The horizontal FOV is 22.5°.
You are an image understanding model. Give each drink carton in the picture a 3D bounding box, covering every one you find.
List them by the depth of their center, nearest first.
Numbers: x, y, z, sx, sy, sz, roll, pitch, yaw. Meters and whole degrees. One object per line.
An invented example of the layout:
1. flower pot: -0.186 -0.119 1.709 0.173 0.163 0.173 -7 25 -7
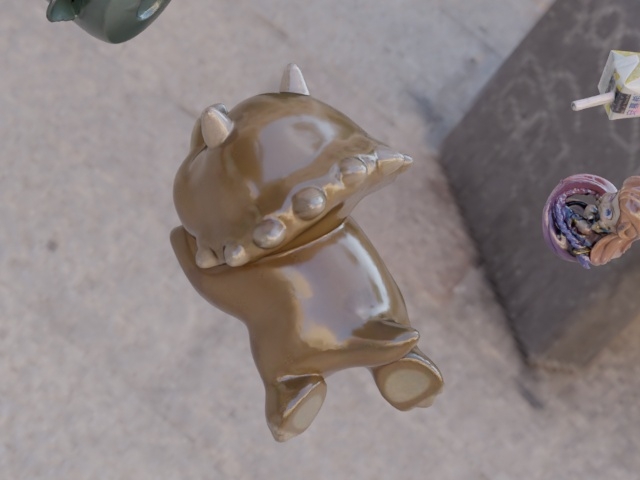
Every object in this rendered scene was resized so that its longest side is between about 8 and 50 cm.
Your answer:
1. drink carton: 0.391 -0.187 1.938 0.200 0.084 0.075 -2 54 -11

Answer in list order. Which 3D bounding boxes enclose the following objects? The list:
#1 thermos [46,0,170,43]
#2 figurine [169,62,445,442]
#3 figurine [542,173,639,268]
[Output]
1. thermos: -0.197 -0.234 0.970 0.286 0.145 0.182 39 38 9
2. figurine: -0.005 -0.002 1.172 0.177 0.173 0.247 -10 64 -28
3. figurine: 0.363 -0.029 1.989 0.114 0.157 0.126 46 50 -35
